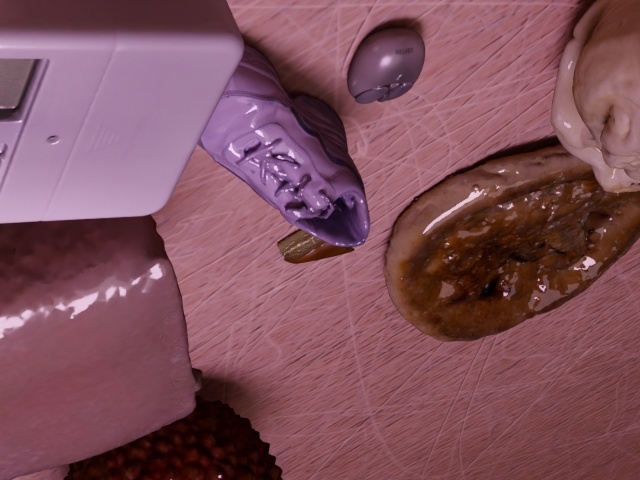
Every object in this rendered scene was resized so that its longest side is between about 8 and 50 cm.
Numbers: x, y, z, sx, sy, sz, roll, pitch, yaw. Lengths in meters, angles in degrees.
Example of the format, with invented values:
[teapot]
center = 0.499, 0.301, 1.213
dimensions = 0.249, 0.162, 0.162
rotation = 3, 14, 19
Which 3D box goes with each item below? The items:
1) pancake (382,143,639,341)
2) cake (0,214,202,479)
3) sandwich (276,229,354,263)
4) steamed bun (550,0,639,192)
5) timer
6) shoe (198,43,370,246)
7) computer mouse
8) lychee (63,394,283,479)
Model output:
[pancake]
center = 0.239, -0.001, 1.674
dimensions = 0.356, 0.065, 0.356
rotation = -20, 148, -13
[cake]
center = -0.244, 0.037, 1.227
dimensions = 0.230, 0.237, 0.309
rotation = -21, 149, -11
[sandwich]
center = 0.000, 0.000, 1.539
dimensions = 0.083, 0.031, 0.044
rotation = -12, 153, -24
[steamed bun]
center = 0.345, -0.161, 1.353
dimensions = 0.289, 0.203, 0.276
rotation = 4, 167, -36
[timer]
center = -0.191, -0.142, 1.001
dimensions = 0.194, 0.195, 0.192
rotation = -3, 145, -31
[shoe]
center = -0.038, -0.076, 1.279
dimensions = 0.095, 0.137, 0.245
rotation = -38, 148, 16
[computer mouse]
center = 0.061, -0.152, 1.323
dimensions = 0.066, 0.039, 0.096
rotation = -9, 149, -23
[lychee]
center = -0.170, 0.305, 1.708
dimensions = 0.264, 0.300, 0.264
rotation = -3, 106, -10
